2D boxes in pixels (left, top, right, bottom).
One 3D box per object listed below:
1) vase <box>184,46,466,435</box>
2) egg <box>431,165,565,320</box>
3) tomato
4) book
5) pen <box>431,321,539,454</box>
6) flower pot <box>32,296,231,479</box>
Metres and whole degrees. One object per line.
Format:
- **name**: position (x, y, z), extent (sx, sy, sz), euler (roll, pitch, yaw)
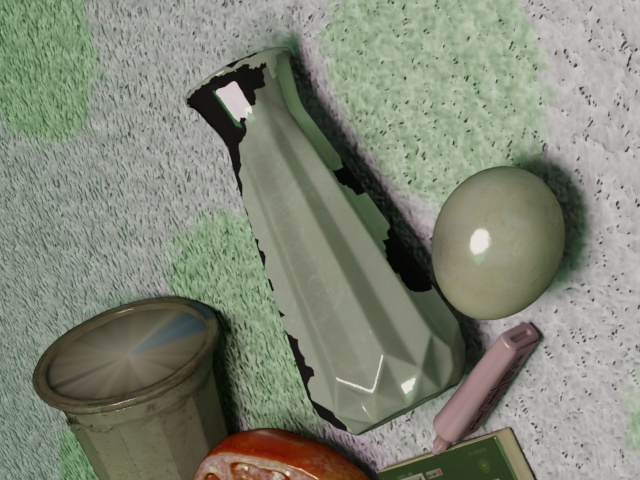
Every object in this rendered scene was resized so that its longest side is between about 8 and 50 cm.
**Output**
- **vase**: position (0.000, 0.000, 1.790), extent (0.165, 0.165, 0.360), euler (-38, 77, 51)
- **egg**: position (0.153, 0.005, 1.639), extent (0.114, 0.114, 0.152), euler (41, 141, 26)
- **tomato**: position (-0.027, 0.292, 2.006), extent (0.237, 0.095, 0.236), euler (16, 126, 24)
- **book**: position (0.174, 0.325, 1.864), extent (0.202, 0.027, 0.264), euler (-27, 88, 51)
- **pen**: position (0.146, 0.147, 1.775), extent (0.032, 0.053, 0.197), euler (51, 140, 19)
- **flower pot**: position (-0.191, 0.198, 2.085), extent (0.212, 0.212, 0.202), euler (17, 131, 43)
